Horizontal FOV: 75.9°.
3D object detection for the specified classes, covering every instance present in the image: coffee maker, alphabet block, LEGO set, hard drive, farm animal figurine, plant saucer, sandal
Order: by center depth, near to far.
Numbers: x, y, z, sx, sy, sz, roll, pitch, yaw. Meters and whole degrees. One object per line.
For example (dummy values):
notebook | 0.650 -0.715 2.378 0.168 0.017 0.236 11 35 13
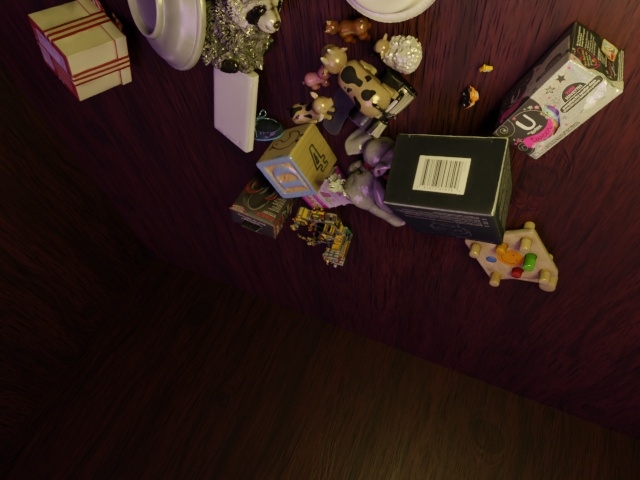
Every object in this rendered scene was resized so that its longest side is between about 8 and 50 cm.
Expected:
farm animal figurine | 0.062 -0.425 1.098 0.326 0.172 0.330 37 116 22
plant saucer | -0.469 -0.700 1.180 0.400 0.100 0.401 29 131 39
coffee maker | 0.167 -0.419 1.209 0.178 0.120 0.171 -44 79 29
sandal | 0.081 -0.447 1.354 0.097 0.054 0.254 44 151 -7
hard drive | -0.313 -0.500 1.491 0.203 0.040 0.308 40 142 20
alphabet block | -0.087 -0.300 1.565 0.192 0.197 0.193 -1 139 39
LEGO set | 0.000 0.000 1.886 0.254 0.192 0.331 13 163 16

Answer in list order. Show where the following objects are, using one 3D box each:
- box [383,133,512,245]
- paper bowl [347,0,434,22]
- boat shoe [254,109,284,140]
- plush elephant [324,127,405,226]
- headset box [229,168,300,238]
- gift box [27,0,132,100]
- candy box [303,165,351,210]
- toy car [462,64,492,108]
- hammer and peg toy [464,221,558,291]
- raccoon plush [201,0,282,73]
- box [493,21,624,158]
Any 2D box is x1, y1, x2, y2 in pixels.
box | 0.402 -0.142 1.236 0.293 0.212 0.395 10 173 28
paper bowl | 0.153 -0.633 0.911 0.284 0.148 0.284 20 150 12
boat shoe | -0.263 -0.448 1.578 0.258 0.109 0.089 13 143 22
plush elephant | 0.196 -0.243 1.405 0.330 0.272 0.255 13 125 -43
headset box | -0.244 -0.157 1.816 0.218 0.293 0.110 23 150 12
gift box | -0.868 -0.729 1.512 0.276 0.258 0.255 50 151 2
candy box | 0.020 -0.214 1.730 0.233 0.071 0.159 -6 137 46
toy car | 0.430 -0.411 1.111 0.040 0.060 0.122 0 161 -14
hammer and peg toy | 0.734 0.095 1.554 0.266 0.127 0.361 -9 134 46
raccoon plush | -0.299 -0.686 1.164 0.446 0.216 0.299 27 142 3
box | 0.560 -0.348 0.986 0.142 0.163 0.247 29 150 -3
